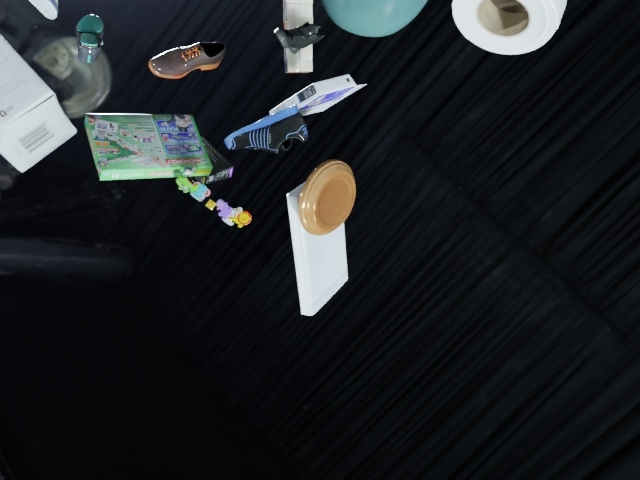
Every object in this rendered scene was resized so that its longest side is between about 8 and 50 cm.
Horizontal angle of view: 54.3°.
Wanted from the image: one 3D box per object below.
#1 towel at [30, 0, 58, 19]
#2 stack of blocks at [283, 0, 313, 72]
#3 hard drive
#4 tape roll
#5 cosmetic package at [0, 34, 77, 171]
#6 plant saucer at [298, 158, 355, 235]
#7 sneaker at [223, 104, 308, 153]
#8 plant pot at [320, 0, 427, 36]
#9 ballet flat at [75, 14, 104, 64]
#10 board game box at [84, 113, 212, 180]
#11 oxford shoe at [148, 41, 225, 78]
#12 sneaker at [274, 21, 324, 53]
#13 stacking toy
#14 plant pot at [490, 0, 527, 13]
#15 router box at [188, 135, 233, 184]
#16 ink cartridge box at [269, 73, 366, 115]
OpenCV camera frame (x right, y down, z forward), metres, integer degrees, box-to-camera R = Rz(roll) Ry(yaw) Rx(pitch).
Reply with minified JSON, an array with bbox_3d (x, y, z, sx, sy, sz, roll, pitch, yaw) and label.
[{"bbox_3d":[-0.521,-0.589,1.175,0.034,0.284,0.209,8,173,0],"label":"towel"},{"bbox_3d":[-0.075,-0.716,2.089,0.087,0.297,0.171,-2,-167,-6],"label":"stack of blocks"},{"bbox_3d":[0.000,0.000,1.733,0.047,0.352,0.233,8,-152,28],"label":"hard drive"},{"bbox_3d":[0.507,-0.638,1.686,0.286,0.100,0.286,21,158,9],"label":"tape roll"},{"bbox_3d":[-0.693,-0.347,1.254,0.385,0.156,0.217,49,165,1],"label":"cosmetic package"},{"bbox_3d":[0.026,-0.103,1.563,0.037,0.199,0.200,24,-178,35],"label":"plant saucer"},{"bbox_3d":[-0.133,-0.246,1.505,0.081,0.232,0.090,-38,-72,-52],"label":"sneaker"},{"bbox_3d":[0.118,-0.577,1.306,0.293,0.293,0.235,49,152,24],"label":"plant pot"},{"bbox_3d":[-0.587,-0.506,1.586,0.074,0.074,0.203,32,-155,-36],"label":"ballet flat"},{"bbox_3d":[-0.495,-0.275,1.802,0.317,0.046,0.213,-6,-121,-32],"label":"board game box"},{"bbox_3d":[-0.430,-0.601,2.027,0.271,0.098,0.096,-29,-92,-37],"label":"oxford shoe"},{"bbox_3d":[-0.049,-0.502,1.519,0.051,0.089,0.170,61,-166,2],"label":"sneaker"},{"bbox_3d":[-0.299,-0.113,1.714,0.221,0.052,0.167,36,172,-16],"label":"stacking toy"},{"bbox_3d":[0.551,-0.780,1.912,0.263,0.263,0.229,-87,-11,-72],"label":"plant pot"},{"bbox_3d":[-0.383,-0.254,1.978,0.133,0.046,0.179,-22,-124,-38],"label":"router box"},{"bbox_3d":[-0.007,-0.405,1.775,0.208,0.206,0.045,-24,-88,-43],"label":"ink cartridge box"}]
